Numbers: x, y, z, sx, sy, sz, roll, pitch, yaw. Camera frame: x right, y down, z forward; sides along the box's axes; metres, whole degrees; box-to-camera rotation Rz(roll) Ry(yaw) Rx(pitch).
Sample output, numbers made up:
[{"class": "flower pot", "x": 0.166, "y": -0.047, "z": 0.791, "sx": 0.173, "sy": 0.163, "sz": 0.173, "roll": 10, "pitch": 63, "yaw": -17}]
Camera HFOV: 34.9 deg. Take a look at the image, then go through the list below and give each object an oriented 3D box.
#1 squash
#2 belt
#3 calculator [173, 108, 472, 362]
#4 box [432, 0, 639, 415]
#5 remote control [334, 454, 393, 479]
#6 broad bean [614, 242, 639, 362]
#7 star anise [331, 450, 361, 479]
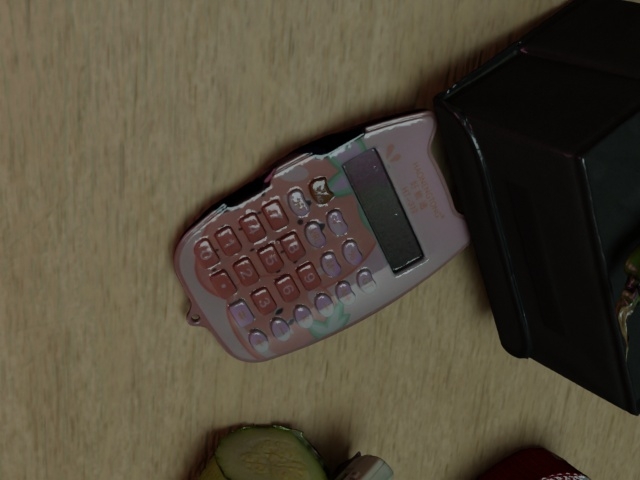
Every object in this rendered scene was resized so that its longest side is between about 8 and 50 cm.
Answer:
[{"class": "squash", "x": -0.129, "y": 0.328, "z": 1.154, "sx": 0.287, "sy": 0.137, "sz": 0.137, "roll": -45, "pitch": 123, "yaw": 15}, {"class": "belt", "x": 0.257, "y": 0.360, "z": 1.317, "sx": 0.201, "sy": 0.124, "sz": 0.128, "roll": -40, "pitch": 103, "yaw": -6}, {"class": "calculator", "x": 0.000, "y": 0.000, "z": 1.084, "sx": 0.330, "sy": 0.048, "sz": 0.220, "roll": -30, "pitch": 123, "yaw": -5}, {"class": "box", "x": 0.307, "y": -0.044, "z": 1.067, "sx": 0.251, "sy": 0.204, "sz": 0.345, "roll": -35, "pitch": 124, "yaw": -21}, {"class": "remote control", "x": -0.008, "y": 0.335, "z": 1.133, "sx": 0.049, "sy": 0.090, "sz": 0.230, "roll": 46, "pitch": 70, "yaw": -1}, {"class": "broad bean", "x": 0.392, "y": -0.004, "z": 0.980, "sx": 0.318, "sy": 0.056, "sz": 0.098, "roll": -28, "pitch": 124, "yaw": -20}, {"class": "star anise", "x": 0.015, "y": 0.377, "z": 1.284, "sx": 0.148, "sy": 0.218, "sz": 0.227, "roll": -51, "pitch": 172, "yaw": -28}]
